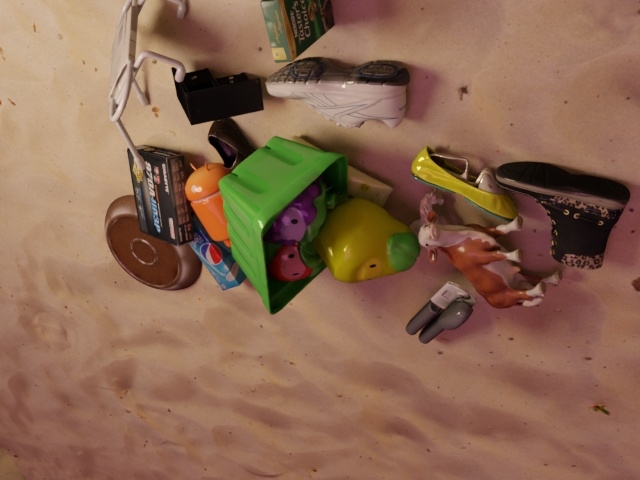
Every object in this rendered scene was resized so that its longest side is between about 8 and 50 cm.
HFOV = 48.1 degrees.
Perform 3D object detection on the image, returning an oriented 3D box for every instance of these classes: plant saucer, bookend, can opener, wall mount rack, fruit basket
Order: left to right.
[{"bbox_3d":[-0.373,-0.333,1.487,0.131,0.350,0.304,15,138,-27],"label":"wall mount rack"},{"bbox_3d":[-0.466,0.021,1.938,0.311,0.050,0.310,16,129,20],"label":"plant saucer"},{"bbox_3d":[-0.217,-0.319,1.506,0.157,0.156,0.072,-14,126,-14],"label":"bookend"},{"bbox_3d":[0.000,0.000,1.481,0.392,0.283,0.392,37,154,21],"label":"fruit basket"},{"bbox_3d":[0.254,0.167,1.565,0.074,0.093,0.280,36,154,3],"label":"can opener"}]

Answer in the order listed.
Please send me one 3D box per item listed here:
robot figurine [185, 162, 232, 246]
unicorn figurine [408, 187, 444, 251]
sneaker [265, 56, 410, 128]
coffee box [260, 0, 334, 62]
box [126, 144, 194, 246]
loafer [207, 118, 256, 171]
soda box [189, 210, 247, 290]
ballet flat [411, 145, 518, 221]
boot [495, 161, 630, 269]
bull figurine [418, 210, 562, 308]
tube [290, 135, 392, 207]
[{"bbox_3d":[-0.232,-0.086,1.667,0.128,0.158,0.219,-21,113,16],"label":"robot figurine"},{"bbox_3d":[0.228,-0.036,1.485,0.111,0.060,0.162,41,131,-9],"label":"unicorn figurine"},{"bbox_3d":[0.028,-0.277,1.391,0.297,0.111,0.129,12,134,24],"label":"sneaker"},{"bbox_3d":[-0.036,-0.401,1.275,0.041,0.184,0.113,7,126,27],"label":"coffee box"},{"bbox_3d":[-0.385,-0.110,1.724,0.175,0.051,0.220,18,119,42],"label":"box"},{"bbox_3d":[-0.180,-0.170,1.606,0.220,0.078,0.080,48,133,-10],"label":"loafer"},{"bbox_3d":[-0.264,0.020,1.803,0.067,0.071,0.210,-19,112,39],"label":"soda box"},{"bbox_3d":[0.287,-0.115,1.388,0.231,0.077,0.077,27,116,12],"label":"ballet flat"},{"bbox_3d":[0.436,-0.044,1.343,0.237,0.085,0.178,15,132,19],"label":"boot"},{"bbox_3d":[0.332,0.036,1.412,0.188,0.101,0.310,-7,143,45],"label":"bull figurine"},{"bbox_3d":[0.034,-0.140,1.522,0.240,0.070,0.062,30,93,2],"label":"tube"}]
